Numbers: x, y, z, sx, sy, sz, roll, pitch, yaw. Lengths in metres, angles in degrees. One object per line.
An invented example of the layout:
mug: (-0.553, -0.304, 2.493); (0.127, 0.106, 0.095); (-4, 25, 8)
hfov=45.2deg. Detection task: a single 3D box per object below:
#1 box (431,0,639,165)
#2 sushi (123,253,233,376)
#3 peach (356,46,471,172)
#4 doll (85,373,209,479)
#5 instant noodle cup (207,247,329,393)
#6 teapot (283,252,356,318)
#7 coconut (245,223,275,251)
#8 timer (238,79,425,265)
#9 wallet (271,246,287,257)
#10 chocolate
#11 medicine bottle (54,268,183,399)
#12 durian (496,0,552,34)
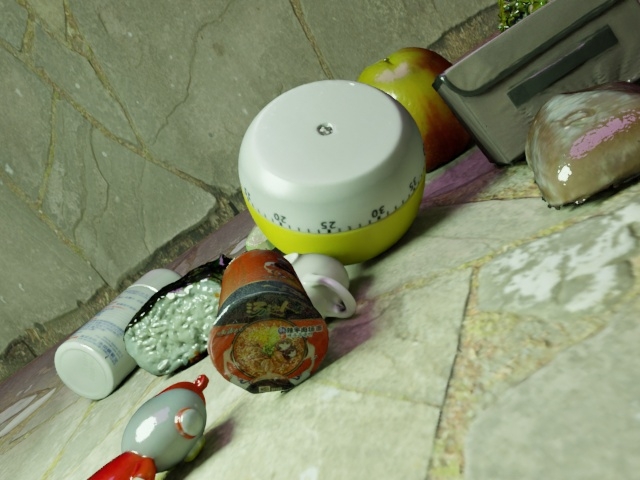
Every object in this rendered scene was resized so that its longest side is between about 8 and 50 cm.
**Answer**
box: (0.299, -0.222, 1.024); (0.252, 0.153, 0.188); (-33, 3, 8)
sushi: (-0.205, 0.117, 1.230); (0.225, 0.124, 0.127); (-34, 12, 21)
peach: (0.171, -0.236, 1.391); (0.231, 0.231, 0.231); (-34, 10, 7)
doll: (-0.187, 0.229, 0.790); (0.142, 0.076, 0.245); (-24, 19, 46)
instant noodle cup: (-0.061, 0.077, 0.841); (0.127, 0.127, 0.135); (-34, 26, 8)
teapot: (-0.028, 0.070, 0.980); (0.145, 0.092, 0.226); (-41, 14, -24)
coconut: (-0.115, -0.003, 1.646); (0.082, 0.083, 0.081); (-6, 31, 27)
timer: (0.024, -0.064, 1.117); (0.285, 0.285, 0.285); (-34, 10, 7)
wallet: (0.006, -0.018, 1.381); (0.310, 0.042, 0.165); (-33, 13, 16)
chocolate: (0.288, -0.121, 0.826); (0.161, 0.083, 0.261); (-31, 10, 13)
medicine bottle: (-0.377, 0.169, 1.546); (0.130, 0.130, 0.341); (-29, 12, 31)
durian: (0.412, -0.415, 1.339); (0.225, 0.291, 0.291); (-42, 9, 3)
